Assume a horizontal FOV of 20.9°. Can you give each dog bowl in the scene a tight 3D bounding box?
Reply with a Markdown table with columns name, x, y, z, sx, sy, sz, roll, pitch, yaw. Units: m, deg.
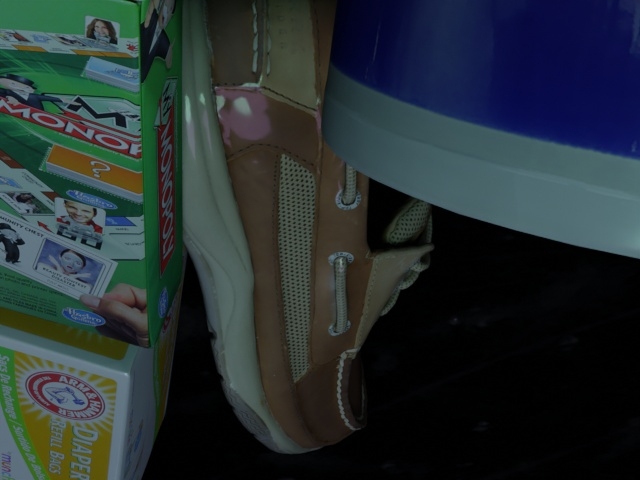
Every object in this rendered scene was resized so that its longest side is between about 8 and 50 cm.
| name | x | y | z | sx | sy | sz | roll | pitch | yaw |
| --- | --- | --- | --- | --- | --- | --- | --- | --- | --- |
| dog bowl | 0.137 | -0.071 | 0.613 | 0.265 | 0.265 | 0.104 | 5 | 105 | -12 |

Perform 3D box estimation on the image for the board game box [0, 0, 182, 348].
| name | x | y | z | sx | sy | sz | roll | pitch | yaw |
| --- | --- | --- | --- | --- | --- | --- | --- | --- | --- |
| board game box | -0.210 | -0.072 | 0.681 | 0.317 | 0.046 | 0.213 | 15 | 143 | 6 |

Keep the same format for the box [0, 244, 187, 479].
| name | x | y | z | sx | sy | sz | roll | pitch | yaw |
| --- | --- | --- | --- | --- | --- | --- | --- | --- | --- |
| box | -0.139 | 0.065 | 0.889 | 0.114 | 0.103 | 0.203 | 16 | 143 | 2 |

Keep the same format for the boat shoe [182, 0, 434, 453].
| name | x | y | z | sx | sy | sz | roll | pitch | yaw |
| --- | --- | --- | --- | --- | --- | --- | --- | --- | --- |
| boat shoe | 0.000 | 0.000 | 0.824 | 0.116 | 0.123 | 0.324 | -10 | 145 | 4 |
